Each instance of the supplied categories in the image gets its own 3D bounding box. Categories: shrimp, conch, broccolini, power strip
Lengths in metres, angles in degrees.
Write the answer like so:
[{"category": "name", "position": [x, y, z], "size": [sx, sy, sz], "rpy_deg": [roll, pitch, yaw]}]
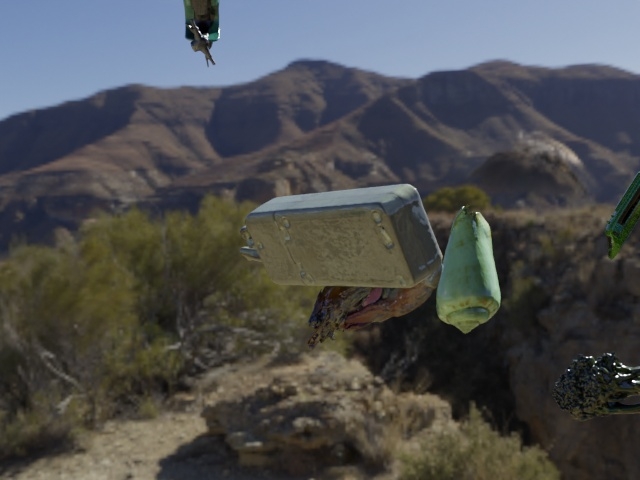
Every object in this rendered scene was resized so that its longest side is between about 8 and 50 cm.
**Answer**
[{"category": "shrimp", "position": [0.056, 0.056, 0.972], "size": [0.190, 0.101, 0.042], "rpy_deg": [-42, -15, -4]}, {"category": "conch", "position": [0.202, 0.042, 1.144], "size": [0.079, 0.170, 0.106], "rpy_deg": [0, -16, 29]}, {"category": "broccolini", "position": [0.364, 0.173, 1.027], "size": [0.202, 0.091, 0.068], "rpy_deg": [6, 14, -28]}, {"category": "power strip", "position": [0.000, 0.000, 0.905], "size": [0.053, 0.093, 0.288], "rpy_deg": [-35, 20, -33]}]

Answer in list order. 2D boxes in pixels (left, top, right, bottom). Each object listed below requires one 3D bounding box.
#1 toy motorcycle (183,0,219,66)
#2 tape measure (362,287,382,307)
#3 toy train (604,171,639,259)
[{"category": "toy motorcycle", "position": [-0.178, -0.346, 1.279], "size": [0.058, 0.173, 0.100], "rpy_deg": [-1, 44, -5]}, {"category": "tape measure", "position": [0.079, 0.069, 1.709], "size": [0.074, 0.118, 0.125], "rpy_deg": [-29, 19, -7]}, {"category": "toy train", "position": [0.539, -0.066, 1.486], "size": [0.042, 0.209, 0.044], "rpy_deg": [30, 14, 6]}]
